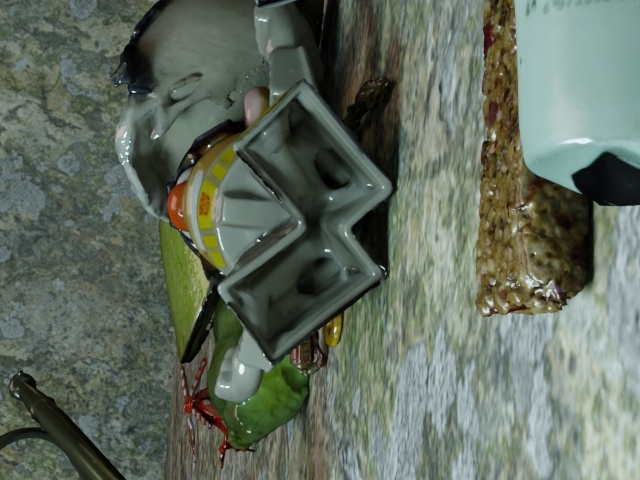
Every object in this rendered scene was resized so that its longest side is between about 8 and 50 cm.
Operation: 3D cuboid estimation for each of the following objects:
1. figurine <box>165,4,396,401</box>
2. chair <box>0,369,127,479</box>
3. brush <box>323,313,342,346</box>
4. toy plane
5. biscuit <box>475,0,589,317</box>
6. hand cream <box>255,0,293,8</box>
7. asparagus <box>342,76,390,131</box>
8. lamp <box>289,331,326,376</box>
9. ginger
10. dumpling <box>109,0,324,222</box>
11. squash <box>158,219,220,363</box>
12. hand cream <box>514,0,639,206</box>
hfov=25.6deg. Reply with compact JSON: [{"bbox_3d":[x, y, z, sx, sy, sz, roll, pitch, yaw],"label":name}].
[{"bbox_3d":[-0.039,-0.022,1.075,0.308,0.143,0.308,-157,90,-78],"label":"figurine"},{"bbox_3d":[-0.232,0.360,1.161,0.410,0.362,0.365,-6,115,58],"label":"chair"},{"bbox_3d":[0.000,0.000,1.229,0.272,0.013,0.103,-99,17,-55],"label":"brush"},{"bbox_3d":[-0.114,0.200,1.648,0.194,0.077,0.126,161,111,-71],"label":"toy plane"},{"bbox_3d":[0.094,-0.065,0.614,0.064,0.034,0.199,143,132,-74],"label":"biscuit"},{"bbox_3d":[0.001,-0.218,1.081,0.336,0.121,0.076,-107,-6,-74],"label":"hand cream"},{"bbox_3d":[0.024,-0.092,1.113,0.022,0.023,0.233,50,167,1],"label":"asparagus"},{"bbox_3d":[-0.016,0.066,1.190,0.083,0.031,0.063,-100,-1,-59],"label":"lamp"},{"bbox_3d":[-0.068,0.110,1.361,0.290,0.089,0.137,-109,18,-65],"label":"ginger"},{"bbox_3d":[-0.100,-0.137,1.290,0.293,0.163,0.204,-49,-10,-34],"label":"dumpling"},{"bbox_3d":[-0.094,0.020,1.495,0.155,0.204,0.237,59,171,10],"label":"squash"},{"bbox_3d":[0.105,-0.171,0.460,0.067,0.109,0.321,11,-101,-56],"label":"hand cream"}]
